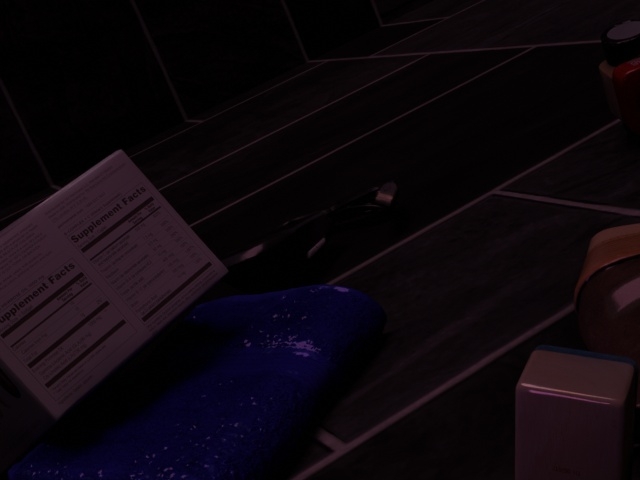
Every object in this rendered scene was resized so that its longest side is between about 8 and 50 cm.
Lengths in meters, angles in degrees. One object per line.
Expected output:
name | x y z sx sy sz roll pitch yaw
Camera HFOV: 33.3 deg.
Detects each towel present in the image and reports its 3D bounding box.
towel | -0.100 0.132 0.893 0.227 0.076 0.308 -13 19 32

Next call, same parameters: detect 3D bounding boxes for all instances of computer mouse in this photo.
computer mouse | 0.000 0.000 1.206 0.184 0.060 0.262 -21 5 22

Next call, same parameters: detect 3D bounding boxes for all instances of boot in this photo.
boot | 0.292 0.042 0.697 0.248 0.090 0.207 -16 30 19

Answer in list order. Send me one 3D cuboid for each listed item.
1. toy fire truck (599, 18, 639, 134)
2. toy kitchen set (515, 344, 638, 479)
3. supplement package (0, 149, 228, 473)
toy fire truck | 0.421 -0.181 1.081 0.217 0.158 0.246 -22 28 2
toy kitchen set | 0.223 0.100 0.566 0.207 0.122 0.166 8 29 22
supplement package | -0.241 0.075 0.953 0.204 0.145 0.262 -42 1 -36
